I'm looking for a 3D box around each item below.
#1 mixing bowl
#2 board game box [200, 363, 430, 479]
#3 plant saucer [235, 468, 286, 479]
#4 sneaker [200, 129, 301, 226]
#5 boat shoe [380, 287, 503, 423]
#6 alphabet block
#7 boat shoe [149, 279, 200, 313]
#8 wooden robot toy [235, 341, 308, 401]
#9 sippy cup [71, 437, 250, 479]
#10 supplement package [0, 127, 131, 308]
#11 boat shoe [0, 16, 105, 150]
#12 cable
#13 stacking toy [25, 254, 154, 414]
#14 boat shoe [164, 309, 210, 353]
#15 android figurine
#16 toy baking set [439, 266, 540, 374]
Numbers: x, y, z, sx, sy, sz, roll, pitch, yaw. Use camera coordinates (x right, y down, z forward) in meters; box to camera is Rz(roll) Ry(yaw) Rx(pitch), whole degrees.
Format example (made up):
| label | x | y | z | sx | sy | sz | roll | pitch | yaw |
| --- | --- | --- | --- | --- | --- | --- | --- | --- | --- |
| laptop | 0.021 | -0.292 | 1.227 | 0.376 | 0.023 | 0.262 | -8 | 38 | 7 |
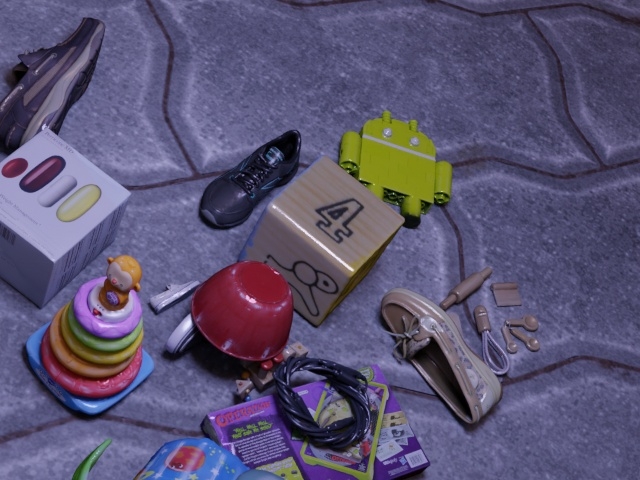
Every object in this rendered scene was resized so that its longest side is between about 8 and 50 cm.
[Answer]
| label | x | y | z | sx | sy | sz | roll | pitch | yaw |
| --- | --- | --- | --- | --- | --- | --- | --- | --- | --- |
| mixing bowl | -0.113 | 0.100 | 1.926 | 0.181 | 0.098 | 0.181 | 19 | 42 | -18 |
| board game box | -0.005 | 0.341 | 1.928 | 0.347 | 0.056 | 0.208 | -12 | 65 | -32 |
| plant saucer | -0.044 | 0.482 | 1.670 | 0.317 | 0.044 | 0.317 | 53 | 24 | -38 |
| sneaker | -0.128 | -0.126 | 2.184 | 0.101 | 0.106 | 0.267 | 41 | 50 | 6 |
| boat shoe | 0.208 | 0.205 | 2.091 | 0.285 | 0.104 | 0.089 | 45 | 47 | 10 |
| alphabet block | 0.000 | 0.000 | 2.093 | 0.197 | 0.192 | 0.193 | 40 | 51 | 6 |
| boat shoe | -0.255 | 0.090 | 2.008 | 0.100 | 0.035 | 0.035 | -33 | 76 | -32 |
| wooden robot toy | -0.101 | 0.203 | 1.974 | 0.079 | 0.076 | 0.173 | 40 | 48 | 22 |
| sippy cup | -0.204 | 0.416 | 1.674 | 0.240 | 0.305 | 0.224 | -4 | 32 | 23 |
| supplement package | -0.464 | -0.039 | 1.929 | 0.194 | 0.149 | 0.203 | 37 | 49 | 5 |
| boat shoe | -0.503 | -0.304 | 2.125 | 0.130 | 0.132 | 0.355 | 25 | 47 | -7 |
| cable | -0.002 | 0.267 | 1.929 | 0.185 | 0.047 | 0.150 | 23 | 55 | -18 |
| stacking toy | -0.329 | 0.119 | 1.770 | 0.175 | 0.302 | 0.166 | 45 | 49 | 10 |
| boat shoe | -0.170 | 0.140 | 1.987 | 0.076 | 0.080 | 0.228 | 42 | 42 | 11 |
| android figurine | 0.155 | -0.155 | 2.374 | 0.248 | 0.056 | 0.272 | 18 | 51 | -12 |
| toy baking set | 0.326 | 0.157 | 2.232 | 0.256 | 0.030 | 0.196 | -27 | 70 | -38 |
